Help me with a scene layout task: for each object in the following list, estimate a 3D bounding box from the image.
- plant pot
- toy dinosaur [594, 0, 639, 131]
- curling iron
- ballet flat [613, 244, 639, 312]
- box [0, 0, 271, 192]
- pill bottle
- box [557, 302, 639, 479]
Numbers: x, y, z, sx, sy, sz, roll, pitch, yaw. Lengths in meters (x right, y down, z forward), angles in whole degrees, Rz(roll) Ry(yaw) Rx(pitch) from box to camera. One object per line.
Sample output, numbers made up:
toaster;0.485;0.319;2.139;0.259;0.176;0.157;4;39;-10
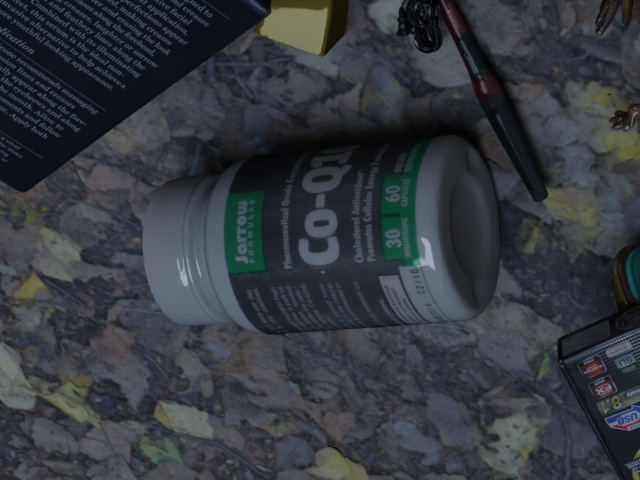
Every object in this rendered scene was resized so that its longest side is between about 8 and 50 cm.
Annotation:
plant pot;-0.013;-0.256;2.105;0.081;0.081;0.083;21;118;9
toy dinosaur;0.371;-0.177;1.914;0.295;0.127;0.200;31;159;34
curling iron;0.169;-0.157;2.122;0.068;0.035;0.274;-23;111;38
ballet flat;0.430;0.141;2.188;0.342;0.116;0.124;36;148;-9
box;-0.241;-0.286;2.009;0.212;0.293;0.395;35;132;-29
pill bottle;0.000;0.000;2.193;0.361;0.204;0.204;-6;120;25
box;0.414;0.150;2.084;0.270;0.060;0.216;-24;108;14
